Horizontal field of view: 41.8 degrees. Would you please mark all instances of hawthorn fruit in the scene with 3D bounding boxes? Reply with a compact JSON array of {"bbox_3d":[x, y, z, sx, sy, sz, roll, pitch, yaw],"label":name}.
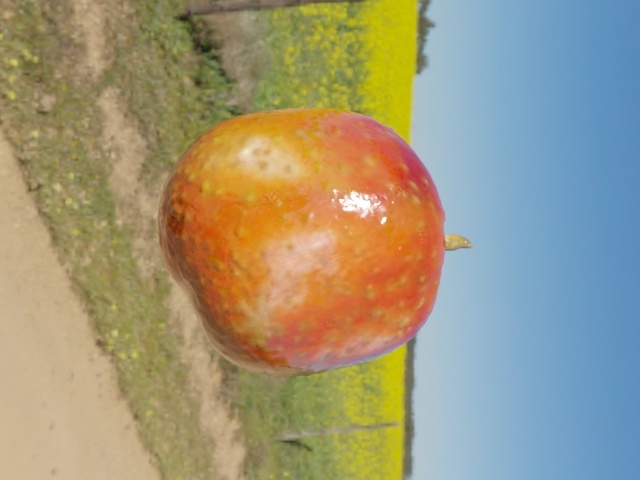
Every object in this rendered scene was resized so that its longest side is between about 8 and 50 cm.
[{"bbox_3d":[0.000,0.000,0.809,0.275,0.300,0.275,180,-90,-86],"label":"hawthorn fruit"}]
